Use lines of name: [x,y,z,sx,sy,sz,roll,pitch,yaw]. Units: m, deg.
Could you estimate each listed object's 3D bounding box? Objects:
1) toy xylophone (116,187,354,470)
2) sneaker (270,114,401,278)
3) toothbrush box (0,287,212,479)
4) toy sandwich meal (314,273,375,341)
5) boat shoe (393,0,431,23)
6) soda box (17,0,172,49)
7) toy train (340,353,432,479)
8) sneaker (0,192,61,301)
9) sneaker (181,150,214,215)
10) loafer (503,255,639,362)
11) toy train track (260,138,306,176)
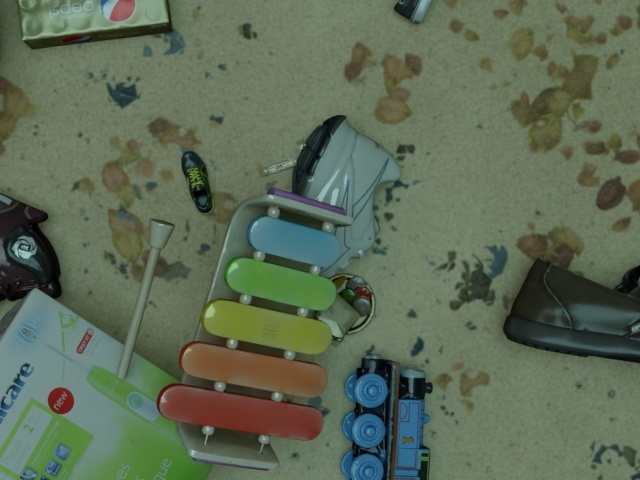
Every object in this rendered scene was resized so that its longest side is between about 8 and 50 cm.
toy xylophone: [-0.094,0.095,1.289,0.236,0.081,0.322,6,99,-27]
sneaker: [0.000,0.000,1.408,0.129,0.111,0.297,27,92,-17]
toothbrush box: [-0.273,0.224,1.308,0.283,0.122,0.206,36,57,-15]
toy sandwich meal: [0.029,0.082,1.442,0.086,0.029,0.085,0,89,-3]
boat shoe: [0.137,-0.343,1.449,0.040,0.049,0.142,24,90,-1]
soda box: [-0.278,-0.281,1.424,0.181,0.058,0.061,-7,89,-3]
toy train: [0.083,0.233,1.420,0.105,0.080,0.184,4,86,-11]
sneaker: [-0.403,0.076,1.388,0.163,0.106,0.281,17,87,-5]
sneaker: [-0.151,-0.073,1.435,0.031,0.035,0.083,-20,90,-4]
loafer: [0.413,0.090,1.406,0.366,0.134,0.130,9,88,-2]
toy train track: [-0.035,-0.099,1.452,0.083,0.014,0.048,-19,89,-2]
